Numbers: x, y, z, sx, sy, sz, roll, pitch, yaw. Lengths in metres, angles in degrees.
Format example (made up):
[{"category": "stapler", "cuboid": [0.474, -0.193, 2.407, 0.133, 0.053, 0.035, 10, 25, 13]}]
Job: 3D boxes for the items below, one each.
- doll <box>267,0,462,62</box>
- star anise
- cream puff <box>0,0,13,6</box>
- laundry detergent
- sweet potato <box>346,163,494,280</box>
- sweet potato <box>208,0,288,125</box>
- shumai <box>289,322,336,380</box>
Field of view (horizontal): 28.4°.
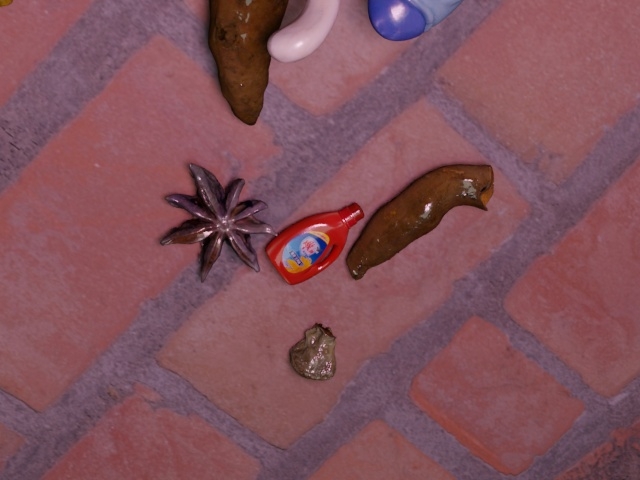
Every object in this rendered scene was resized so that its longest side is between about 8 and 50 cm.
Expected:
[{"category": "doll", "cuboid": [0.113, -0.414, 1.720, 0.365, 0.187, 0.376, 5, 118, -26]}, {"category": "star anise", "cuboid": [-0.161, -0.026, 1.961, 0.204, 0.061, 0.180, 39, 105, -23]}, {"category": "cream puff", "cuboid": [-0.488, -0.361, 1.726, 0.156, 0.121, 0.156, -11, 161, -4]}, {"category": "laundry detergent", "cuboid": [0.000, 0.000, 2.007, 0.165, 0.049, 0.097, -33, 123, 6]}, {"category": "sweet potato", "cuboid": [0.154, -0.031, 1.995, 0.286, 0.085, 0.112, -39, 119, 11]}, {"category": "sweet potato", "cuboid": [-0.098, -0.348, 1.782, 0.130, 0.130, 0.422, 1, 115, -9]}, {"category": "shumai", "cuboid": [-0.005, 0.179, 2.074, 0.082, 0.083, 0.080, -28, 147, -36]}]
